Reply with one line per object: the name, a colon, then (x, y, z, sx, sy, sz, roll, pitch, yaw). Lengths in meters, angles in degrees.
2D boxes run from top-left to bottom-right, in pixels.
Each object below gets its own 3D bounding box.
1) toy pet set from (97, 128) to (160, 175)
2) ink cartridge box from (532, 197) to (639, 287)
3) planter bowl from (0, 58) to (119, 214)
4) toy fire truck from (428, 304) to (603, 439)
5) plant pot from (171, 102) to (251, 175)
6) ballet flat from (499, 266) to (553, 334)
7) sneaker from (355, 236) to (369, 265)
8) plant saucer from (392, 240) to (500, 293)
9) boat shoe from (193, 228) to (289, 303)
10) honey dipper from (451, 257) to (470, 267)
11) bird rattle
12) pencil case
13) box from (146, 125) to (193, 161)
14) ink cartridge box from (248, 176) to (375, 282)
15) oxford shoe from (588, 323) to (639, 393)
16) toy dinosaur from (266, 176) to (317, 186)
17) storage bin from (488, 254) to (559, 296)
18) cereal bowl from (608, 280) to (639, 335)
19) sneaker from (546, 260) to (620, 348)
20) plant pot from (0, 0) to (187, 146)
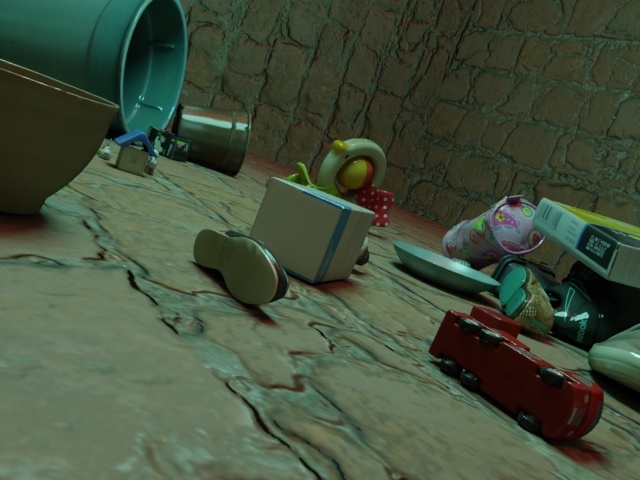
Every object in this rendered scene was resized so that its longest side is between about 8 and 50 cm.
toy pet set: (-0.307, -0.150, 1.028, 0.122, 0.065, 0.114, 17, 8, -29)
ink cartridge box: (0.539, 0.028, 1.047, 0.307, 0.072, 0.303, 13, 13, -6)
planter bowl: (-0.258, -0.086, 0.524, 0.162, 0.109, 0.162, 21, 8, -3)
toy fire truck: (0.170, 0.107, 0.566, 0.135, 0.047, 0.192, 17, 9, -37)
plant pot: (-0.272, -0.253, 1.583, 0.165, 0.166, 0.167, 9, 11, -21)
ballet flat: (0.314, 0.096, 0.987, 0.067, 0.073, 0.206, 37, 20, 3)
sneaker: (0.000, 0.000, 0.913, 0.158, 0.061, 0.065, 26, -18, 31)
plant saucer: (0.206, 0.053, 1.109, 0.195, 0.037, 0.195, 21, 6, -2)
boat shoe: (-0.062, 0.021, 0.552, 0.043, 0.049, 0.137, 18, 3, -37)
honey dipper: (0.233, 0.040, 1.315, 0.161, 0.030, 0.030, 16, 9, -27)
bird rattle: (0.070, -0.117, 1.399, 0.254, 0.206, 0.143, 6, 32, -30)
pencil case: (0.351, -0.008, 1.340, 0.124, 0.124, 0.284, 21, -13, -5)
box: (-0.342, -0.216, 1.465, 0.083, 0.052, 0.062, 25, 9, 21)
ink cartridge box: (-0.005, -0.010, 0.757, 0.092, 0.089, 0.143, 24, 7, 20)
oxford shoe: (0.477, 0.146, 0.851, 0.449, 0.130, 0.169, 11, 14, -48)
toy dinosaur: (-0.061, -0.148, 1.729, 0.112, 0.064, 0.211, 24, 7, 29)
storage bin: (0.393, 0.089, 1.194, 0.135, 0.098, 0.091, 17, 19, -27)
cereal bowl: (0.638, 0.152, 1.199, 0.339, 0.141, 0.339, 20, 8, -3)
sneaker: (0.422, 0.089, 1.080, 0.106, 0.101, 0.267, 9, 20, 14)
plant pot: (-0.518, -0.411, 1.455, 0.334, 0.341, 0.341, 13, 6, 6)
